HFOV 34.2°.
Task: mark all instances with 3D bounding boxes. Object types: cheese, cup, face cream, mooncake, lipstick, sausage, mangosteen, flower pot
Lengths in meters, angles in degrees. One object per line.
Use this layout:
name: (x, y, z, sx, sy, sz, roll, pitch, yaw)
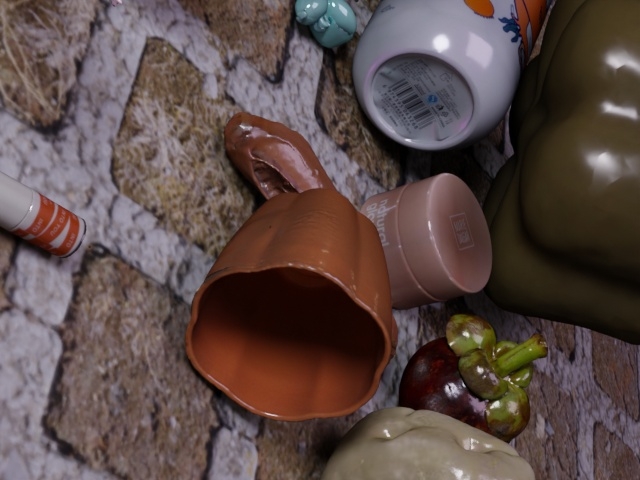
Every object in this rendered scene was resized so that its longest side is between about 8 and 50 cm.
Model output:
cheese: (0.108, 0.274, 1.028, 0.235, 0.218, 0.117, 53, 27, 10)
cup: (0.169, -0.265, 1.341, 0.212, 0.212, 0.317, 54, 41, -25)
face cream: (0.126, 0.002, 1.255, 0.149, 0.104, 0.149, 27, 55, -47)
mooncake: (0.375, -0.110, 1.334, 0.467, 0.262, 0.467, 17, 90, -87)
lipstick: (-0.244, -0.030, 0.810, 0.131, 0.038, 0.038, 36, 49, -42)
sausage: (0.002, 0.000, 1.108, 0.087, 0.079, 0.326, -38, 109, -27)
mangosteen: (0.172, 0.171, 1.181, 0.156, 0.181, 0.146, 49, 53, -3)
flower pot: (-0.019, 0.049, 0.983, 0.190, 0.190, 0.173, 55, 26, -24)

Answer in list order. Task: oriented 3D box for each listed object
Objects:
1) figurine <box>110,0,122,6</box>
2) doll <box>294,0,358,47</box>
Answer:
figurine: (-0.211, -0.274, 0.833, 0.315, 0.206, 0.284, -10, 74, -51)
doll: (0.000, -0.313, 1.254, 0.159, 0.059, 0.158, -38, 107, -55)
